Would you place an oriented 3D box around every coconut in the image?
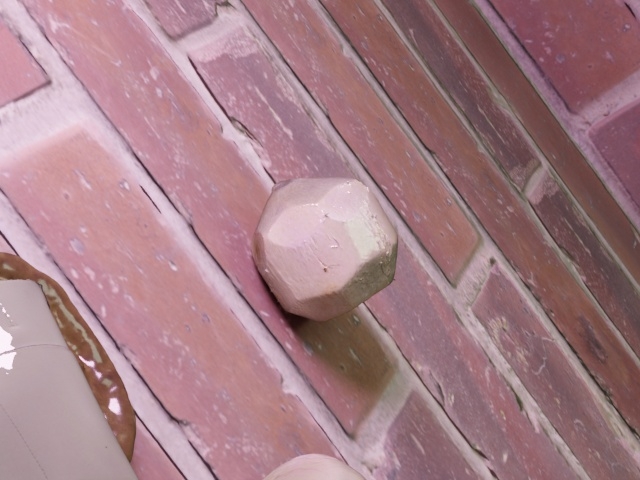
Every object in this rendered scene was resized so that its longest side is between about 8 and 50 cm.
[{"bbox_3d":[0.002,-0.001,1.664,0.162,0.161,0.161,61,25,-8],"label":"coconut"}]

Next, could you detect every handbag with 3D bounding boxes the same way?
[{"bbox_3d":[-0.281,0.119,1.115,0.241,0.109,0.315,-10,58,-48],"label":"handbag"}]

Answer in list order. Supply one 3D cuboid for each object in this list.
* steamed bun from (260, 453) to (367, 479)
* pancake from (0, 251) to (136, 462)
[{"bbox_3d":[0.008,0.295,1.333,0.170,0.153,0.238,50,29,-14],"label":"steamed bun"},{"bbox_3d":[-0.244,0.110,1.243,0.222,0.042,0.236,19,42,-45],"label":"pancake"}]
